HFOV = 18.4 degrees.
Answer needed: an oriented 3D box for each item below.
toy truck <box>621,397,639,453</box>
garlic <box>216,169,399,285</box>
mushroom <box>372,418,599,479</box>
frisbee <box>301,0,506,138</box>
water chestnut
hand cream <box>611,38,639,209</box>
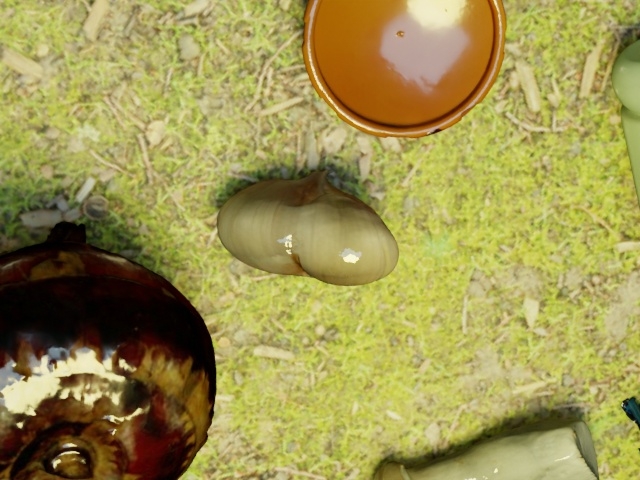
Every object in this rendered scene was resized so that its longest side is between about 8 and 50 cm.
[{"bbox_3d":[0.371,0.162,1.906,0.126,0.113,0.208,22,106,-9],"label":"toy truck"},{"bbox_3d":[-0.005,-0.007,1.804,0.174,0.124,0.099,11,105,35],"label":"garlic"},{"bbox_3d":[0.157,0.228,1.915,0.223,0.092,0.081,-13,104,4],"label":"mushroom"},{"bbox_3d":[0.076,-0.189,1.819,0.192,0.035,0.192,-2,105,-8],"label":"frisbee"},{"bbox_3d":[-0.242,0.107,1.760,0.300,0.300,0.300,-2,105,-8],"label":"water chestnut"},{"bbox_3d":[0.354,-0.052,1.877,0.147,0.093,0.306,-23,118,-1],"label":"hand cream"}]
